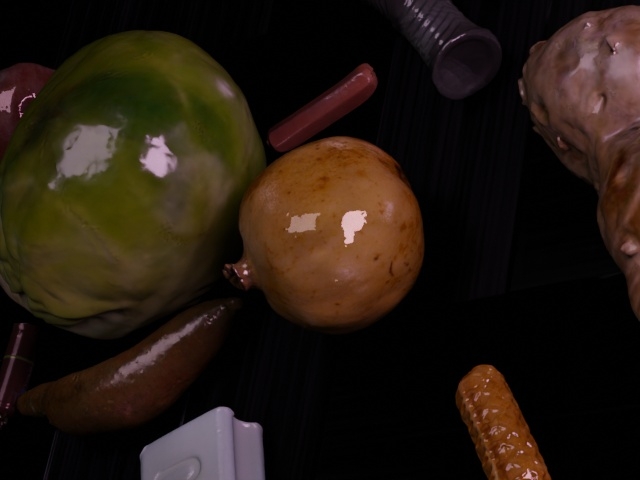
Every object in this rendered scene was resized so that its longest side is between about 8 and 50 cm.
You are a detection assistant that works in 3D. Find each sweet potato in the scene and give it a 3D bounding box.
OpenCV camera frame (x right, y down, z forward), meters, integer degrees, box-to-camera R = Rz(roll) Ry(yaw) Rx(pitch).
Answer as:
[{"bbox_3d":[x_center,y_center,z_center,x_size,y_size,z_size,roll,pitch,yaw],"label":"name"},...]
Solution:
[{"bbox_3d":[-0.215,0.155,1.949,0.346,0.079,0.108,-24,20,35],"label":"sweet potato"}]

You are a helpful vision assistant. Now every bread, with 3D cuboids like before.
[{"bbox_3d":[0.154,0.170,1.576,0.052,0.044,0.157,-46,39,22],"label":"bread"}]

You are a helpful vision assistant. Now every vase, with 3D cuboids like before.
[{"bbox_3d":[0.098,-0.238,1.881,0.115,0.115,0.237,-47,44,11],"label":"vase"}]

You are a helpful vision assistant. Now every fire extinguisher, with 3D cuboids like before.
[{"bbox_3d":[-0.350,0.159,2.108,0.056,0.039,0.132,129,157,-65],"label":"fire extinguisher"}]

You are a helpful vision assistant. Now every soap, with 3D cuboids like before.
[{"bbox_3d":[-0.110,0.270,1.762,0.119,0.066,0.198,-29,46,27],"label":"soap"}]

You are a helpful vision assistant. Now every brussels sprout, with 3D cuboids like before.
[{"bbox_3d":[-0.202,-0.054,1.949,0.344,0.268,0.344,-53,21,30],"label":"brussels sprout"}]

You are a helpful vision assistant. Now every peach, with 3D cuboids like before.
[{"bbox_3d":[-0.345,-0.134,2.235,0.152,0.152,0.152,-26,48,32],"label":"peach"}]

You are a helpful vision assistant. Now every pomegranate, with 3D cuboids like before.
[{"bbox_3d":[0.000,0.000,1.750,0.196,0.196,0.196,-26,48,32],"label":"pomegranate"}]

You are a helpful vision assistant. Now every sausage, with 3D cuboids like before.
[{"bbox_3d":[0.001,-0.136,1.955,0.147,0.035,0.030,-33,47,28],"label":"sausage"}]

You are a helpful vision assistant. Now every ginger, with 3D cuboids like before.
[{"bbox_3d":[0.296,-0.082,1.510,0.256,0.176,0.375,-18,50,17],"label":"ginger"}]
